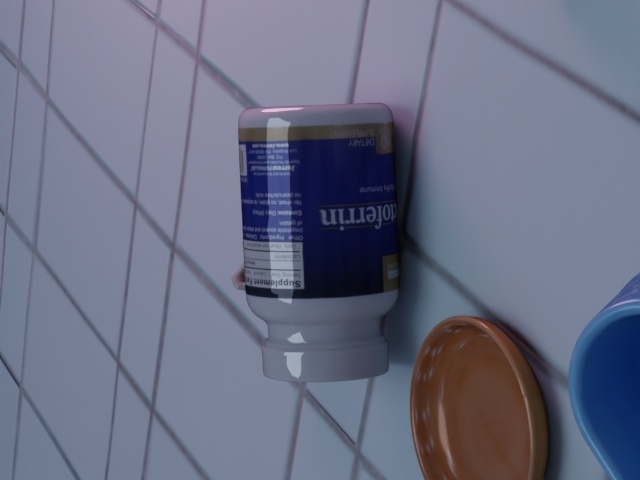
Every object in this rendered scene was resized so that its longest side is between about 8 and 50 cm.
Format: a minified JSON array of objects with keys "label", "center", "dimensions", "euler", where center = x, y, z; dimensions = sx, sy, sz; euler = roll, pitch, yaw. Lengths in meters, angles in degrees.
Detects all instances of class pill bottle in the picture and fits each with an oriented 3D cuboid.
[{"label":"pill bottle","center":[0.000,0.000,1.652],"dimensions":[0.153,0.153,0.265],"euler":[7,101,61]}]

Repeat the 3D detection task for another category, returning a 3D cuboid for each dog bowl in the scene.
[{"label":"dog bowl","center":[0.279,0.154,1.147],"dimensions":[0.166,0.074,0.297],"euler":[-44,71,41]}]

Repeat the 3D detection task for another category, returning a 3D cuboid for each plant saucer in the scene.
[{"label":"plant saucer","center":[0.147,0.166,1.527],"dimensions":[0.200,0.037,0.200],"euler":[15,108,59]}]

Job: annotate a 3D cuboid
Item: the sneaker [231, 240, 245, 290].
[{"label":"sneaker","center":[-0.034,-0.004,1.787],"dimensions":[0.069,0.084,0.185],"euler":[64,146,34]}]
